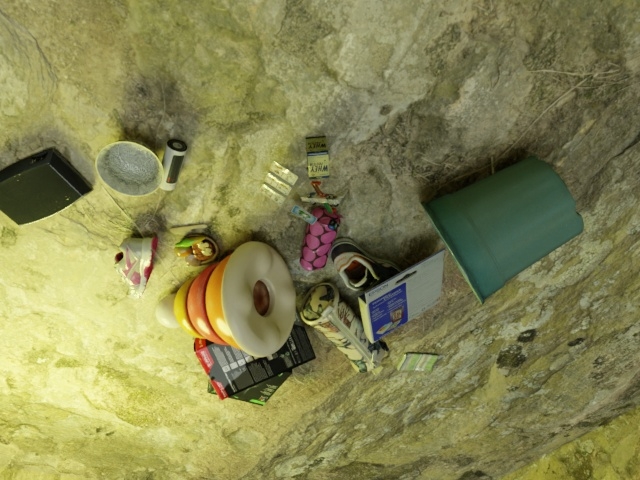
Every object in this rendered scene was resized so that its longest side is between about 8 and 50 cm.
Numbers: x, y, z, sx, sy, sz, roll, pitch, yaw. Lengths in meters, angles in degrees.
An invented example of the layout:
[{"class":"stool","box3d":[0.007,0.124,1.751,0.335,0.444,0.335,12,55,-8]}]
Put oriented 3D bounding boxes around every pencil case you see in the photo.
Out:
[{"class":"pencil case","box3d":[0.000,0.000,1.523,0.098,0.095,0.209,-10,139,-29]},{"class":"pencil case","box3d":[0.088,0.317,1.753,0.160,0.183,0.410,-48,127,-11]}]

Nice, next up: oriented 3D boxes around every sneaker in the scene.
[{"class":"sneaker","box3d":[0.162,0.118,1.619,0.321,0.127,0.126,28,122,-29]},{"class":"sneaker","box3d":[-0.587,0.079,1.538,0.111,0.103,0.252,15,123,-13]}]

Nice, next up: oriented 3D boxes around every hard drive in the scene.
[{"class":"hard drive","box3d":[-0.780,-0.135,1.346,0.255,0.054,0.172,-21,131,13]}]

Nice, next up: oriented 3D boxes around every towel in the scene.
[{"class":"towel","box3d":[0.409,0.515,2.071,0.152,0.023,0.113,5,132,-10]}]

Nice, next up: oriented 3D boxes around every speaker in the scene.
[{"class":"speaker","box3d":[-0.401,-0.202,1.322,0.055,0.055,0.136,16,129,-19]}]

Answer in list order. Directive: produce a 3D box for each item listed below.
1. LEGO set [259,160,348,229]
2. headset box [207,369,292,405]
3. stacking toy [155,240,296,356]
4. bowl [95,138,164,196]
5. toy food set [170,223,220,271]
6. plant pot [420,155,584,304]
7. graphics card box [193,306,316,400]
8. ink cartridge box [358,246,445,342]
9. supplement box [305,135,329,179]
[{"class":"LEGO set","box3d":[-0.038,-0.125,1.363,0.244,0.060,0.182,33,152,-4]},{"class":"headset box","box3d":[-0.282,0.511,1.929,0.246,0.131,0.283,22,127,-22]},{"class":"stacking toy","box3d":[-0.352,0.202,1.583,0.480,0.350,0.350,-9,135,27]},{"class":"bowl","box3d":[-0.492,-0.207,1.290,0.170,0.080,0.170,-3,133,-3]},{"class":"toy food set","box3d":[-0.390,0.035,1.547,0.133,0.038,0.192,-9,132,3]},{"class":"plant pot","box3d":[0.513,-0.047,1.388,0.334,0.341,0.341,-31,128,10]},{"class":"graphics card box","box3d":[-0.224,0.378,1.718,0.371,0.094,0.232,-23,113,-6]},{"class":"ink cartridge box","box3d":[0.269,0.170,1.620,0.304,0.072,0.307,-27,138,-13]},{"class":"supplement box","box3d":[-0.008,-0.222,1.319,0.056,0.083,0.083,-5,133,-1]}]
